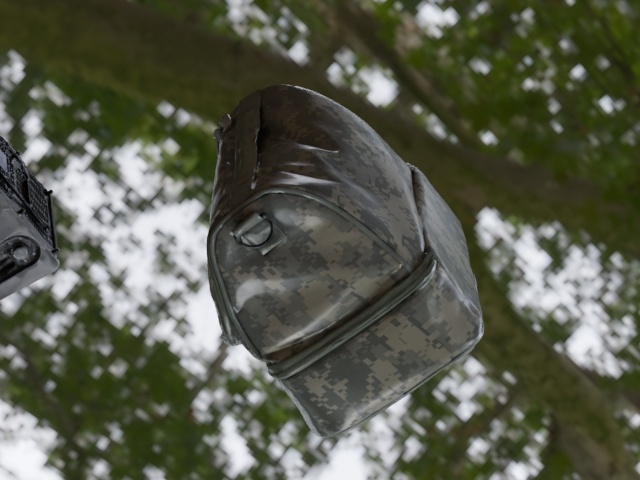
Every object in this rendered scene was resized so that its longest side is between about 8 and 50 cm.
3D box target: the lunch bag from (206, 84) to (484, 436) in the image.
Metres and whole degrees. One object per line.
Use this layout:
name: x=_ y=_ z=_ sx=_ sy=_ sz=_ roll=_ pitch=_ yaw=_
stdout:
lunch bag: x=0.000 y=0.000 z=1.818 sx=0.212 sy=0.256 sz=0.305 roll=-32 pitch=-160 yaw=14

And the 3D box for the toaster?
toaster: x=-0.383 y=-0.047 z=2.131 sx=0.110 sy=0.168 sz=0.185 roll=-31 pitch=-147 yaw=8
